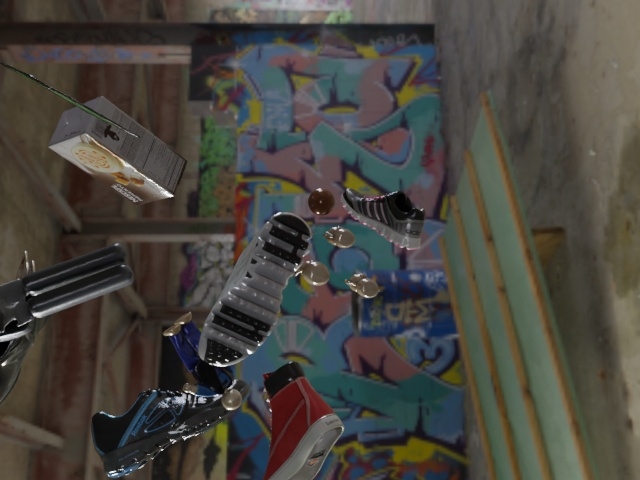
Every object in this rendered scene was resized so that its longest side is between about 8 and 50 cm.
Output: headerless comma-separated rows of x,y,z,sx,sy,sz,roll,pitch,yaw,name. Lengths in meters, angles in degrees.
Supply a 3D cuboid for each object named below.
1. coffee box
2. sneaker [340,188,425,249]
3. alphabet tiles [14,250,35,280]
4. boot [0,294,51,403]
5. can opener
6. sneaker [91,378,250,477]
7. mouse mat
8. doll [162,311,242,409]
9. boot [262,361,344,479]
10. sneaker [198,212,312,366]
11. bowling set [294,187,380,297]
-0.430,-0.185,1.671,0.246,0.141,0.098,39,-125,-41,coffee box
0.105,-0.053,1.254,0.170,0.063,0.075,36,110,37,sneaker
-0.650,0.142,1.705,0.198,0.009,0.237,-60,37,29,alphabet tiles
-0.557,0.192,1.356,0.246,0.083,0.161,-62,7,-6,boot
-0.434,0.090,1.242,0.095,0.283,0.076,89,160,-71,can opener
-0.308,0.355,1.627,0.139,0.341,0.125,60,154,15,sneaker
-0.371,-0.208,1.159,0.152,0.190,0.007,27,87,48,mouse mat
-0.206,0.226,1.387,0.189,0.046,0.129,55,-145,-10,doll
-0.068,0.335,1.384,0.176,0.088,0.244,50,126,31,boot
-0.118,0.085,1.355,0.292,0.110,0.118,-59,20,-6,sneaker
0.000,0.000,1.578,0.154,0.287,0.200,-167,92,-83,bowling set
